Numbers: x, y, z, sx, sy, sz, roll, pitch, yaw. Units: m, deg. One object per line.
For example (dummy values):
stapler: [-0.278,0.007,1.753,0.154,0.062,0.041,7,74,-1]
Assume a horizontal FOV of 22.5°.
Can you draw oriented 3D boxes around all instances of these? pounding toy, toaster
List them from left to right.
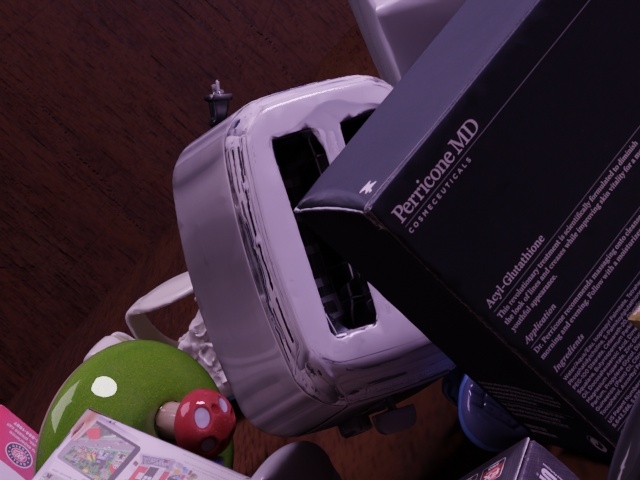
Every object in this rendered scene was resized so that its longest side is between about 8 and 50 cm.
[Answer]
pounding toy: [-0.120,0.186,1.169,0.110,0.183,0.237,2,46,42]
toaster: [0.000,0.000,0.907,0.129,0.227,0.146,-15,-4,-19]

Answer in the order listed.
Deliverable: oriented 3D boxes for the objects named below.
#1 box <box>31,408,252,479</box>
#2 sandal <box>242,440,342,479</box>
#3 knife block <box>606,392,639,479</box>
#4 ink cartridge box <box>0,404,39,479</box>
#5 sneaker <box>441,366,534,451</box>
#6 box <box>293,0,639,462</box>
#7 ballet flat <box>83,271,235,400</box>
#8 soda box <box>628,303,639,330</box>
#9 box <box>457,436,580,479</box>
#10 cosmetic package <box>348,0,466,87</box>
box: [-0.105,0.189,1.031,0.207,0.036,0.114,17,58,36]
sandal: [-0.069,0.216,0.887,0.076,0.102,0.265,0,42,35]
knife block: [0.104,0.148,0.510,0.276,0.088,0.242,-47,9,8]
ink cartridge box: [-0.279,0.283,1.351,0.100,0.172,0.237,-41,13,35]
sneaker: [0.097,0.082,0.890,0.059,0.053,0.144,-48,4,26]
box: [0.144,-0.052,0.781,0.261,0.184,0.103,-50,18,-13]
ballet flat: [-0.143,0.117,1.524,0.409,0.147,0.147,-40,13,40]
soda box: [0.219,-0.014,0.698,0.181,0.061,0.058,-50,10,-8]
box: [0.016,0.211,0.724,0.231,0.056,0.183,-40,12,39]
cosmetic package: [0.127,-0.172,1.047,0.217,0.156,0.385,-20,23,4]
